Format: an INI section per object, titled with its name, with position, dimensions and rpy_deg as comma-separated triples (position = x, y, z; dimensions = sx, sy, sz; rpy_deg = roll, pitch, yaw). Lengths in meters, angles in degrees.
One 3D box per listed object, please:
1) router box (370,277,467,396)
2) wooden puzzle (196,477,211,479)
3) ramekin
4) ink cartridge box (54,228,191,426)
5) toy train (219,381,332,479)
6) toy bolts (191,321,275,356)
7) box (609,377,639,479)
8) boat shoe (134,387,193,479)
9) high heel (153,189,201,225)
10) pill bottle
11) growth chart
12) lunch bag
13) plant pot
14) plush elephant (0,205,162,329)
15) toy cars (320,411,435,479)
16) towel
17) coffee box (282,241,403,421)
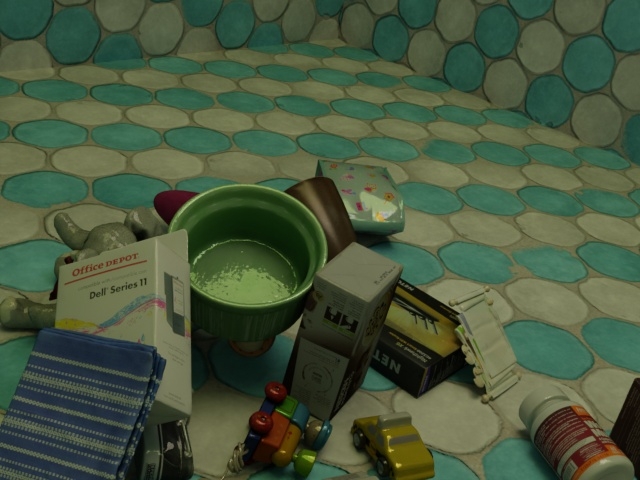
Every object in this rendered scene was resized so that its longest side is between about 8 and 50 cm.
[router box]
position = 0.175, 0.194, 1.771
dimensions = 0.308, 0.081, 0.242
rpy_deg = 30, 34, 32
[wooden puzzle]
position = -0.138, 0.483, 1.179
dimensions = 0.220, 0.044, 0.239
rpy_deg = 17, 34, 11
[ramekin]
position = -0.145, 0.048, 1.542
dimensions = 0.303, 0.148, 0.304
rpy_deg = 6, 50, -7
[ink cartridge box]
position = -0.333, 0.132, 1.342
dimensions = 0.207, 0.119, 0.354
rpy_deg = -16, 60, 17
[toy train]
position = -0.072, 0.365, 1.367
dimensions = 0.143, 0.105, 0.248
rpy_deg = 26, 29, 1
[toy bolts]
position = -0.201, 0.126, 1.621
dimensions = 0.228, 0.218, 0.158
rpy_deg = 3, 3, -1
[box]
position = 0.693, 0.383, 1.514
dimensions = 0.168, 0.167, 0.203
rpy_deg = 2, 30, -17
[boat shoe]
position = -0.276, 0.292, 1.406
dimensions = 0.104, 0.113, 0.306
rpy_deg = 6, 30, -22
[high heel]
position = -0.279, -0.028, 1.938
dimensions = 0.377, 0.127, 0.181
rpy_deg = 23, 11, 16
[pill bottle]
position = 0.472, 0.380, 1.492
dimensions = 0.121, 0.121, 0.221
rpy_deg = -1, 31, -21
[growth chart]
position = 0.354, 0.218, 1.713
dimensions = 0.172, 0.021, 0.237
rpy_deg = -8, 74, -42
[lunch bag]
position = 0.102, -0.099, 2.197
dimensions = 0.223, 0.160, 0.262
rpy_deg = 4, 33, -14
[plant pot]
position = 0.000, 0.000, 1.954
dimensions = 0.215, 0.215, 0.230
rpy_deg = -14, 61, -38
[plush elephant]
position = -0.461, 0.057, 1.615
dimensions = 0.329, 0.256, 0.272
rpy_deg = 20, 29, 16
[toy cars]
position = 0.098, 0.380, 1.338
dimensions = 0.176, 0.087, 0.393
rpy_deg = 9, 18, 16
[towel]
position = -0.384, 0.298, 1.175
dimensions = 0.243, 0.040, 0.336
rpy_deg = 8, 67, 23
[coffee box]
position = 0.038, 0.176, 1.525
dimensions = 0.118, 0.297, 0.168
rpy_deg = 26, 31, 18
